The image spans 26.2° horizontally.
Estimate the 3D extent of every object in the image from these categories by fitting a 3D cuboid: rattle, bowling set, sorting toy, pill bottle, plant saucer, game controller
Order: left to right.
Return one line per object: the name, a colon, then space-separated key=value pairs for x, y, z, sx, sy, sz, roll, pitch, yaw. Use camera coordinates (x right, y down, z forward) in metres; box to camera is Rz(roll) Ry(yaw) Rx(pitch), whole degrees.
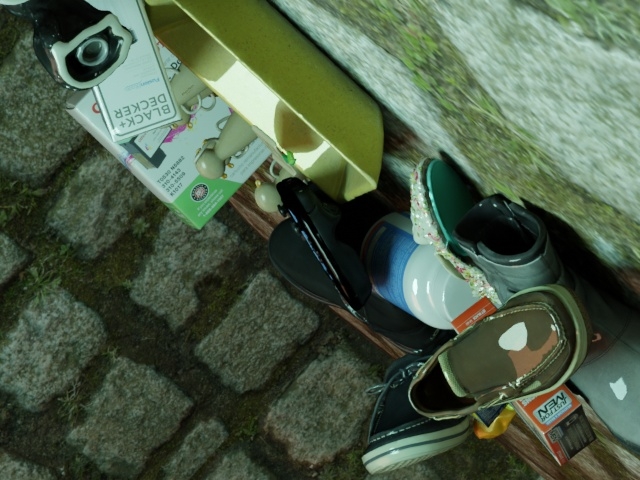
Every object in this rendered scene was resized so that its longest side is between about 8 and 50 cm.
bowling set: x=-0.147 y=-0.168 z=1.974 sx=0.287 sy=0.154 sz=0.200 roll=46 pitch=173 yaw=-29
plant saucer: x=-0.055 y=-0.188 z=1.586 sx=0.333 sy=0.081 sz=0.333 roll=42 pitch=175 yaw=-4
sorting toy: x=-0.048 y=-0.106 z=1.681 sx=0.083 sy=0.012 sz=0.062 roll=41 pitch=171 yaw=44
game controller: x=0.000 y=0.000 z=1.786 sx=0.319 sy=0.067 sz=0.166 roll=-129 pitch=17 yaw=-82
pill bottle: x=0.144 y=0.040 z=1.708 sx=0.124 sy=0.124 sz=0.221 roll=45 pitch=175 yaw=-23
rattle: x=0.296 y=0.248 z=2.181 sx=0.130 sy=0.142 sz=0.199 roll=57 pitch=179 yaw=-4

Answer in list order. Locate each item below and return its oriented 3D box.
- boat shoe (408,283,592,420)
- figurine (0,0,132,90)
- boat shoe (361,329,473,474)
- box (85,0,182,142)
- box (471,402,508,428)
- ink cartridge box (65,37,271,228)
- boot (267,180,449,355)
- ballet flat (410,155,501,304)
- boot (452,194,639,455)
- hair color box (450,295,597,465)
boat shoe: x=0.162 y=0.121 z=1.312 sx=0.095 sy=0.095 sz=0.257 roll=63 pitch=152 yaw=14
figurine: x=-0.319 y=-0.279 z=1.424 sx=0.209 sy=0.092 sz=0.215 roll=40 pitch=170 yaw=41
boat shoe: x=0.174 y=0.271 z=2.356 sx=0.156 sy=0.186 sz=0.500 roll=66 pitch=-157 yaw=-3
box: x=-0.257 y=-0.272 z=1.616 sx=0.169 sy=0.087 sz=0.290 roll=-133 pitch=24 yaw=-70
box: x=0.225 y=0.136 z=1.640 sx=0.059 sy=0.169 sz=0.054 roll=36 pitch=170 yaw=43
ink cartridge box: x=-0.232 y=-0.186 z=2.172 sx=0.278 sy=0.201 sz=0.117 roll=45 pitch=173 yaw=-17
boot: x=0.025 y=0.016 z=2.181 sx=0.367 sy=0.146 sz=0.445 roll=30 pitch=174 yaw=20
ballet flat: x=0.148 y=0.000 z=1.513 sx=0.077 sy=0.091 sz=0.241 roll=-9 pitch=138 yaw=37
boot: x=0.257 y=0.079 z=1.339 sx=0.223 sy=0.118 sz=0.338 roll=51 pitch=167 yaw=-26
hair color box: x=0.212 y=0.146 z=1.440 sx=0.167 sy=0.053 sz=0.093 roll=50 pitch=177 yaw=37
